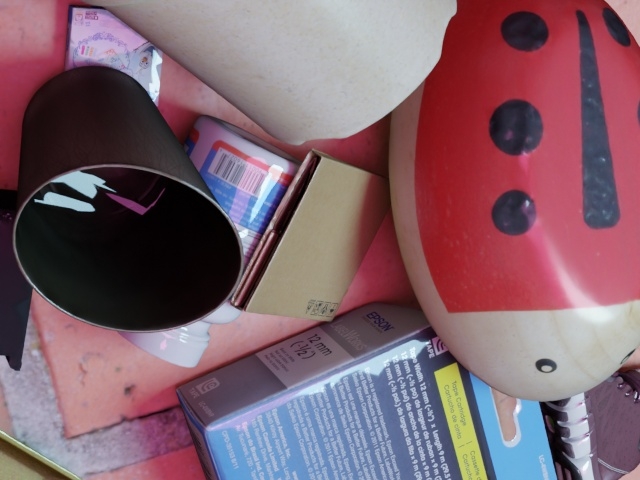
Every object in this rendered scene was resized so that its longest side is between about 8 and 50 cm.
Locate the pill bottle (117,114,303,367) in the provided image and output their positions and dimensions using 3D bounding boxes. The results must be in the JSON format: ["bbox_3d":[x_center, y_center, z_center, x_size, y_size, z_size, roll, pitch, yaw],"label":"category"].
[{"bbox_3d":[-0.110,0.003,1.520,0.124,0.124,0.221,25,98,-26],"label":"pill bottle"}]

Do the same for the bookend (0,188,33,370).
[{"bbox_3d":[-0.346,0.031,1.465,0.156,0.072,0.157,5,106,-22],"label":"bookend"}]

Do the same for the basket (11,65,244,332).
[{"bbox_3d":[-0.185,-0.048,1.403,0.204,0.227,0.154,24,112,-28],"label":"basket"}]

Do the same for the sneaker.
[{"bbox_3d":[0.307,0.146,1.755,0.162,0.106,0.281,-25,121,-22],"label":"sneaker"}]

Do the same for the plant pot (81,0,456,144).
[{"bbox_3d":[-0.048,-0.256,1.374,0.334,0.334,0.305,-46,127,-2],"label":"plant pot"}]

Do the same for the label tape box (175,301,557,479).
[{"bbox_3d":[0.053,0.209,1.659,0.348,0.115,0.249,-23,114,-16],"label":"label tape box"}]

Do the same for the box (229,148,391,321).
[{"bbox_3d":[0.000,0.000,1.550,0.164,0.021,0.201,-63,156,6],"label":"box"}]

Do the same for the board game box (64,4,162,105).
[{"bbox_3d":[-0.193,-0.172,1.487,0.090,0.020,0.090,1,107,-22],"label":"board game box"}]

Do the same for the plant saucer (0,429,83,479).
[{"bbox_3d":[-0.360,0.257,1.549,0.188,0.045,0.188,37,91,-27],"label":"plant saucer"}]

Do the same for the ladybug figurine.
[{"bbox_3d":[0.224,-0.066,1.550,0.305,0.162,0.449,-9,90,-24],"label":"ladybug figurine"}]
